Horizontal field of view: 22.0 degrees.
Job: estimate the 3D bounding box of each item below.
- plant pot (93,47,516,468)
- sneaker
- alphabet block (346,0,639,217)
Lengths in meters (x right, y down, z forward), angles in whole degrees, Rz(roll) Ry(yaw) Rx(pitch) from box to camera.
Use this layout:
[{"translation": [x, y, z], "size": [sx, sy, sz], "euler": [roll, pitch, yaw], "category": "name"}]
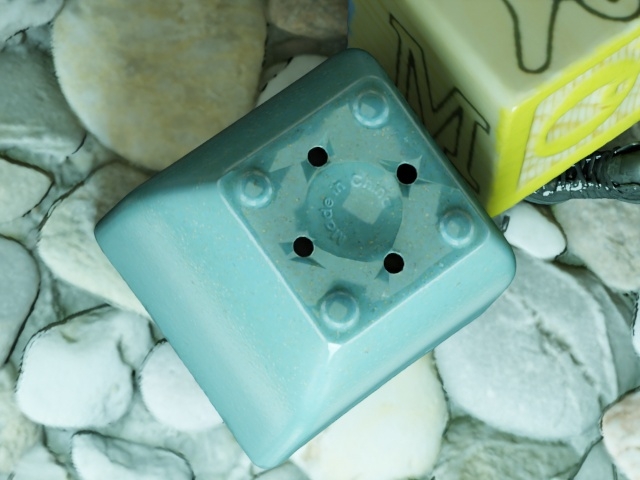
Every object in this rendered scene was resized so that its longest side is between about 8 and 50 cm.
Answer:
[{"translation": [0.000, 0.000, 1.244], "size": [0.247, 0.252, 0.248], "euler": [-35, 87, -14], "category": "plant pot"}, {"translation": [0.250, -0.060, 1.386], "size": [0.170, 0.089, 0.051], "euler": [3, 79, -11], "category": "sneaker"}, {"translation": [0.152, -0.172, 1.311], "size": [0.192, 0.193, 0.197], "euler": [-33, 69, -13], "category": "alphabet block"}]
